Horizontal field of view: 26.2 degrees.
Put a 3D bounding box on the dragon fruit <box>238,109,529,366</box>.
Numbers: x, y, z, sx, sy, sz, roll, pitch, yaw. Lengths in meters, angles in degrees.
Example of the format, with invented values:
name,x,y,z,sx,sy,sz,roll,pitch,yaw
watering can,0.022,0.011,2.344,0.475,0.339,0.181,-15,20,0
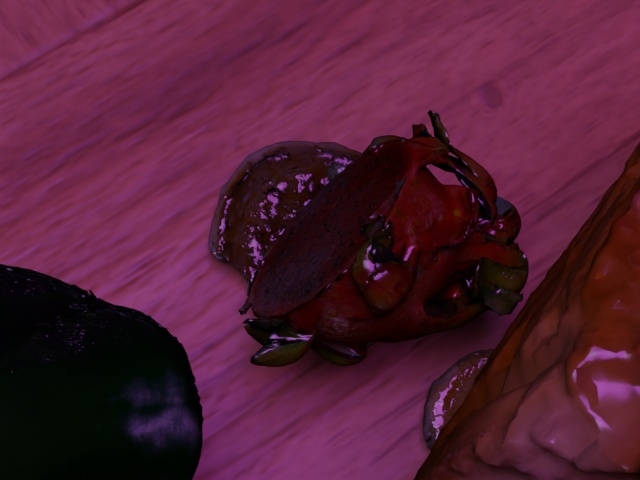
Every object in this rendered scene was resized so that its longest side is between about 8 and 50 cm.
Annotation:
name,x,y,z,sx,sy,sz,roll,pitch,yaw
dragon fruit,0.043,0.004,0.720,0.175,0.138,0.142,13,103,-25

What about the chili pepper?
name,x,y,z,sx,sy,sz,roll,pitch,yaw
chili pepper,-0.135,0.094,0.632,0.165,0.261,0.174,-4,93,26

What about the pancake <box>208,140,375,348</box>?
name,x,y,z,sx,sy,sz,roll,pitch,yaw
pancake,0.002,-0.005,0.795,0.129,0.022,0.116,21,70,-2

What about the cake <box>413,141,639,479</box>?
name,x,y,z,sx,sy,sz,roll,pitch,yaw
cake,0.238,0.085,0.596,0.307,0.293,0.314,34,52,8

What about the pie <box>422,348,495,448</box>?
name,x,y,z,sx,sy,sz,roll,pitch,yaw
pie,0.098,0.102,0.765,0.084,0.020,0.084,1,72,-4
